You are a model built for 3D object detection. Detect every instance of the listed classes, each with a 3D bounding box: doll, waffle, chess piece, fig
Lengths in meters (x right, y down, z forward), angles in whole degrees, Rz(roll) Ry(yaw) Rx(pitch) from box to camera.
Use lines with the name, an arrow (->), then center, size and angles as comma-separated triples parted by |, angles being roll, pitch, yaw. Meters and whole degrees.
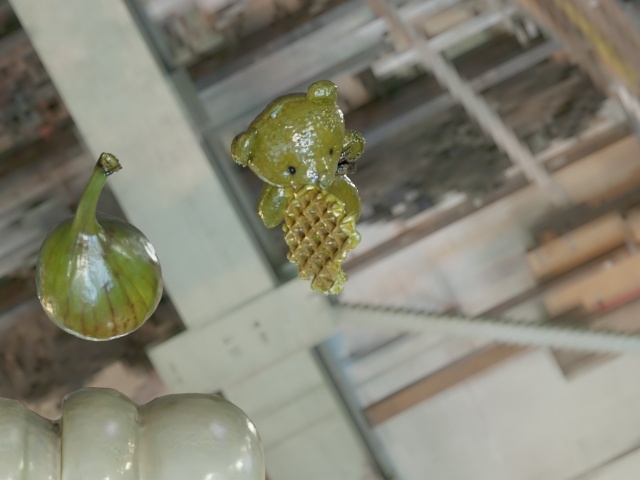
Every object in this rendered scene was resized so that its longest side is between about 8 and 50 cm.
doll -> -0.004, -0.063, 1.964 | 0.137, 0.209, 0.097 | -37, -132, -6
waffle -> -0.001, 0.000, 1.362 | 0.016, 0.085, 0.078 | -19, -140, -34
chess piece -> -0.190, 0.170, 1.438 | 0.299, 0.167, 0.167 | -1, -172, -6
fig -> -0.259, 0.013, 2.241 | 0.151, 0.151, 0.259 | -31, 156, -19
